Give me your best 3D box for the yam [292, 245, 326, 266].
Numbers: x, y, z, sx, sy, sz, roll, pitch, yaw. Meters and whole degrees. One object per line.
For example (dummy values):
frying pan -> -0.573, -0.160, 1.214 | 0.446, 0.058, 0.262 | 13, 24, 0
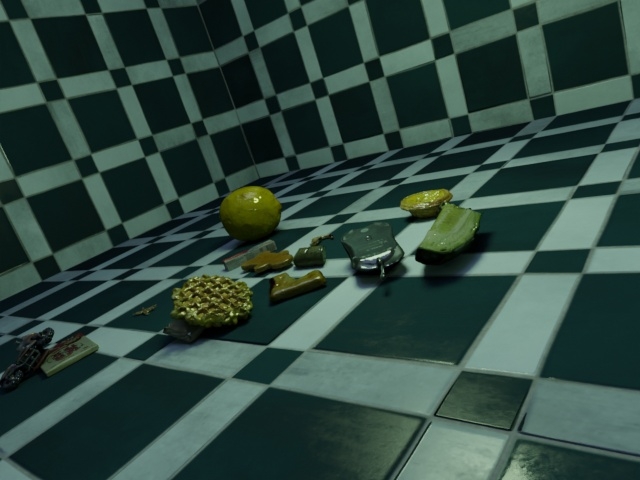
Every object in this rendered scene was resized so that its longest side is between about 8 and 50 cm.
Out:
yam -> -0.039, 0.052, 1.660 | 0.146, 0.070, 0.070 | -6, 20, 34

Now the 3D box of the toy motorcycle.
toy motorcycle -> -0.918, 0.365, 1.531 | 0.118, 0.084, 0.212 | -5, 46, 34

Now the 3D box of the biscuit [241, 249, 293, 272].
biscuit -> -0.184, 0.079, 1.795 | 0.158, 0.035, 0.240 | -32, 20, -34

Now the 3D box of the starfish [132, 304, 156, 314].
starfish -> -0.627, 0.252, 1.756 | 0.086, 0.016, 0.092 | -26, 20, -19

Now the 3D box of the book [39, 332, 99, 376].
book -> -0.825, 0.363, 1.588 | 0.162, 0.022, 0.232 | -31, 19, -34

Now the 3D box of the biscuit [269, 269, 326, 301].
biscuit -> -0.074, 0.127, 1.510 | 0.183, 0.039, 0.174 | -18, 14, 2

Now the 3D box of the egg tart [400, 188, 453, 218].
egg tart -> 0.387, -0.129, 1.779 | 0.191, 0.074, 0.191 | -16, 16, 5

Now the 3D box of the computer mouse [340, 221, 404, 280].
computer mouse -> 0.157, 0.047, 1.433 | 0.167, 0.090, 0.379 | -18, 21, 5

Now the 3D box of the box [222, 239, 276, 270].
box -> -0.283, 0.058, 1.969 | 0.218, 0.040, 0.055 | -25, 18, -21

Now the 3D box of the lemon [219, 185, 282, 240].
lemon -> -0.318, -0.122, 2.240 | 0.284, 0.261, 0.260 | 9, 23, 13

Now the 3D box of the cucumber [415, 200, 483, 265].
cucumber -> 0.348, -0.001, 1.355 | 0.145, 0.105, 0.325 | 18, 30, 20

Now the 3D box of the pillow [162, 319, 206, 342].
pillow -> -0.355, 0.227, 1.451 | 0.119, 0.053, 0.208 | 4, 26, 33

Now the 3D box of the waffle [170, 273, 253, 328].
waffle -> -0.316, 0.169, 1.436 | 0.243, 0.059, 0.238 | 5, 29, -4

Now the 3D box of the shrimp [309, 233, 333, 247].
shrimp -> 0.000, 0.000, 1.873 | 0.091, 0.025, 0.127 | -9, 15, 25
